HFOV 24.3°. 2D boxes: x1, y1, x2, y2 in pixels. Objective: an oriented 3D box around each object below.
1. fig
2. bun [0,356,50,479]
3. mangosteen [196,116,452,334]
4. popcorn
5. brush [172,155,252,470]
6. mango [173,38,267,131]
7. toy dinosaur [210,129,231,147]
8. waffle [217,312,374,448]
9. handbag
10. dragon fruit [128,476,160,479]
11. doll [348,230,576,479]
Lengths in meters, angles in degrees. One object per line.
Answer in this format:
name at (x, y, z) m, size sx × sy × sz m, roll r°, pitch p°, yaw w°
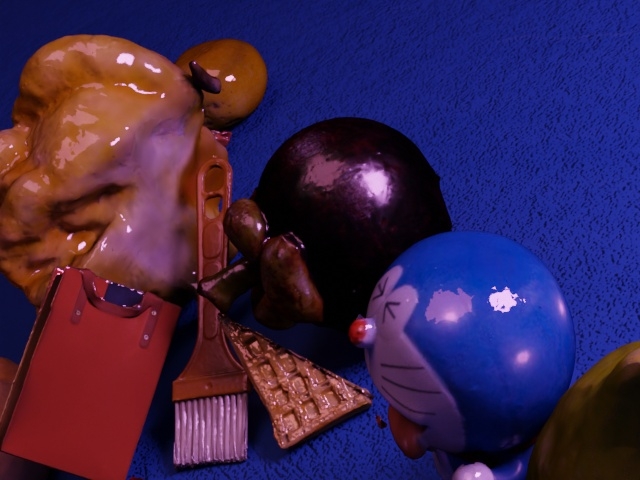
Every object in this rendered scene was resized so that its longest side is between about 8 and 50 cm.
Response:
fig at (0.215, 0.139, 0.942) m, size 0.206 × 0.275 × 0.206 m, roll -12°, pitch 51°, yaw 16°
bun at (-0.421, 0.216, 1.515) m, size 0.299 × 0.165 × 0.299 m, roll -21°, pitch 33°, yaw 14°
mangosteen at (0.000, 0.000, 1.386) m, size 0.250 × 0.211 × 0.211 m, roll -22°, pitch 31°, yaw -5°
popcorn at (-0.222, -0.046, 1.584) m, size 0.281 × 0.297 × 0.316 m, roll -3°, pitch 71°, yaw 37°
brush at (-0.105, 0.063, 1.444) m, size 0.090 × 0.017 × 0.314 m, roll -11°, pitch 69°, yaw 26°
mango at (-0.139, -0.207, 1.930) m, size 0.137 × 0.098 × 0.195 m, roll -34°, pitch 24°, yaw 1°
toy dinosaur at (-0.178, -0.097, 1.848) m, size 0.154 × 0.049 × 0.055 m, roll -26°, pitch 34°, yaw 0°
waffle at (-0.025, 0.110, 1.374) m, size 0.097 × 0.023 × 0.153 m, roll -32°, pitch 66°, yaw 4°
handbag at (-0.222, 0.129, 1.425) m, size 0.063 × 0.127 × 0.190 m, roll -8°, pitch 63°, yaw 66°
dragon fruit at (-0.106, 0.272, 1.249) m, size 0.162 × 0.083 × 0.106 m, roll 11°, pitch 72°, yaw 35°
doll at (0.116, 0.112, 1.104) m, size 0.161 × 0.257 × 0.215 m, roll -13°, pitch 31°, yaw 8°
